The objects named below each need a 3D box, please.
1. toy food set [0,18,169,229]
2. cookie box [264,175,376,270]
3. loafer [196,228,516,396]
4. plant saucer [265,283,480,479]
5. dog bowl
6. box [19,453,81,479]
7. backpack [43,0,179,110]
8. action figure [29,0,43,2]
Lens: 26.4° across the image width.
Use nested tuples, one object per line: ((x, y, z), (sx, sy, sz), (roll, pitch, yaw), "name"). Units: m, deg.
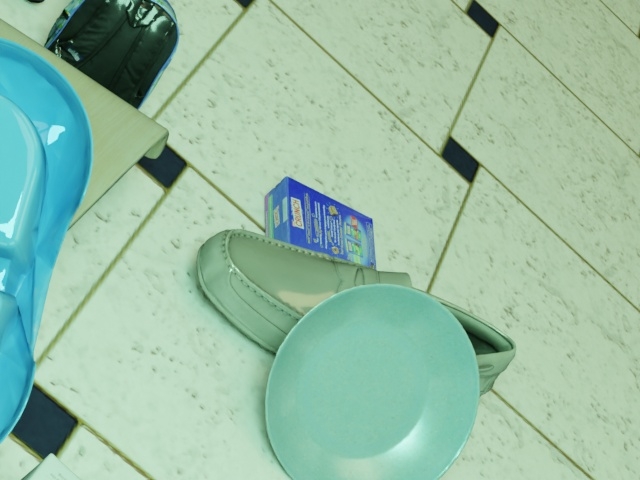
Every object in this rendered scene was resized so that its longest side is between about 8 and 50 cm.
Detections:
((-0.275, -0.066, 1.056), (0.220, 0.092, 0.306), (34, 35, 0), "toy food set")
((0.000, 0.000, 1.307), (0.107, 0.040, 0.091), (27, 40, -28), "cookie box")
((0.037, 0.061, 1.227), (0.319, 0.111, 0.112), (24, 42, -30), "loafer")
((0.041, 0.129, 1.159), (0.195, 0.195, 0.037), (33, -4, -20), "plant saucer")
((-0.250, 0.014, 0.890), (0.166, 0.074, 0.297), (14, 75, -6), "dog bowl")
((-0.179, 0.214, 0.866), (0.101, 0.102, 0.087), (44, 34, -8), "box")
((-0.184, -0.180, 1.218), (0.105, 0.114, 0.084), (33, 18, -18), "backpack")
((-0.227, -0.351, 1.314), (0.164, 0.141, 0.275), (18, 48, -33), "action figure")
